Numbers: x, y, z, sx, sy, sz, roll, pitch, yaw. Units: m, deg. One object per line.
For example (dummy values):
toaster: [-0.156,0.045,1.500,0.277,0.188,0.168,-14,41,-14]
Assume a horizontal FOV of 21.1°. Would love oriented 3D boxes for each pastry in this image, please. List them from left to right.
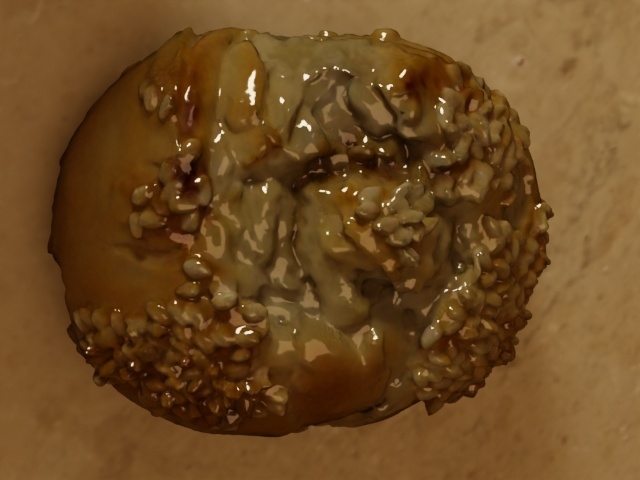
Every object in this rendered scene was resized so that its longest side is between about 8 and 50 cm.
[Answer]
pastry: [0.000,0.000,1.014,0.310,0.162,0.255,-5,109,-18]
